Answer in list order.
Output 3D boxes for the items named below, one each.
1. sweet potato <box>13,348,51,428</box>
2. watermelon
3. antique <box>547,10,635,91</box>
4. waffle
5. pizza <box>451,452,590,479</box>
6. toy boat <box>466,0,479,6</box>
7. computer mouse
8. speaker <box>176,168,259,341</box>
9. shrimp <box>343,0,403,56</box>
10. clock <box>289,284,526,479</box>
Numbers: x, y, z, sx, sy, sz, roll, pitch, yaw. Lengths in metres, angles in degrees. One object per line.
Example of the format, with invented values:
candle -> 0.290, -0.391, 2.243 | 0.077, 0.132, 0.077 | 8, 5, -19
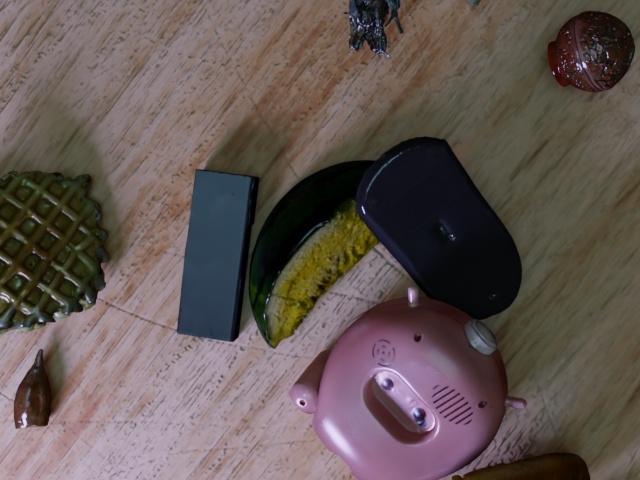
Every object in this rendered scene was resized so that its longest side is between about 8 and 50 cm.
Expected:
sweet potato -> -0.384, 0.201, 1.314 | 0.049, 0.049, 0.117 | 11, 99, 4
watermelon -> 0.000, 0.000, 1.258 | 0.301, 0.123, 0.129 | -46, 122, 6
antique -> 0.334, -0.230, 1.192 | 0.104, 0.104, 0.104 | 0, 95, 5
waffle -> -0.375, 0.012, 1.254 | 0.214, 0.054, 0.208 | -6, 83, -29
pizza -> 0.218, 0.333, 1.229 | 0.251, 0.288, 0.074 | -11, 62, -24
toy boat -> 0.145, -0.434, 1.214 | 0.093, 0.055, 0.293 | -27, 92, 9
computer mouse -> 0.147, -0.016, 1.215 | 0.137, 0.086, 0.270 | -40, 114, 0
speaker -> -0.134, 0.019, 1.281 | 0.082, 0.044, 0.218 | 7, 96, 4
shrimp -> 0.076, -0.313, 1.222 | 0.082, 0.076, 0.174 | 4, 87, 30
clock -> 0.115, 0.184, 1.191 | 0.227, 0.142, 0.241 | 47, 118, -1
